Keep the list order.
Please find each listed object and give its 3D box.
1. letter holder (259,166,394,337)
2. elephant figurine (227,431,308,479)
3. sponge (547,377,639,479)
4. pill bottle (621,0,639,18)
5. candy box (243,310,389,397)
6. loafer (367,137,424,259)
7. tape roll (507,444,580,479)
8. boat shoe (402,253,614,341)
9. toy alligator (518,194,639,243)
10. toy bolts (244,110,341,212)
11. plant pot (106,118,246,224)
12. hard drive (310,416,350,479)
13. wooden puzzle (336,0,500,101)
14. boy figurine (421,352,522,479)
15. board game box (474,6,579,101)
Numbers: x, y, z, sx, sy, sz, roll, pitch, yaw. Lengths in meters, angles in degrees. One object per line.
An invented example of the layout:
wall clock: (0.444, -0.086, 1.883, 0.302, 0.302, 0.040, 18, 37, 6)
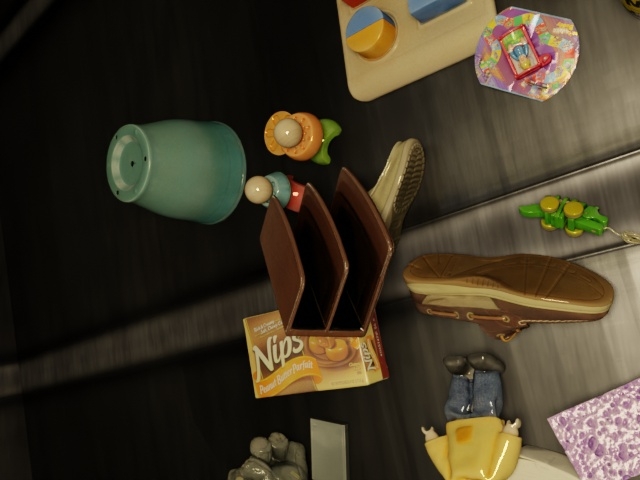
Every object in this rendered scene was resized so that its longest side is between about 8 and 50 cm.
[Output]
letter holder: (0.000, 0.000, 1.035, 0.302, 0.151, 0.215, -113, 34, -53)
elephant figurine: (-0.121, 0.567, 1.259, 0.169, 0.186, 0.240, 20, 120, -7)
sponge: (0.460, 0.273, 0.810, 0.210, 0.031, 0.117, -33, 58, 19)
pill bottle: (0.451, -0.385, 0.746, 0.119, 0.208, 0.119, 0, 90, 39)
candy box: (-0.020, 0.230, 1.197, 0.316, 0.087, 0.183, -18, 77, 37)
loafer: (0.121, -0.074, 1.077, 0.092, 0.102, 0.269, 26, 107, 29)
tape roll: (0.363, 0.542, 0.904, 0.391, 0.072, 0.392, -1, 89, 39)
boat shoe: (0.307, 0.103, 0.938, 0.341, 0.123, 0.123, 2, 121, 33)
toy alligator: (0.414, -0.040, 0.879, 0.189, 0.056, 0.051, 19, 61, 37)
toy bolts: (-0.097, -0.181, 1.213, 0.218, 0.158, 0.229, 28, 107, 35)
plant pot: (-0.368, -0.179, 1.368, 0.271, 0.255, 0.272, 0, 89, 38)
hard drive: (0.021, 0.461, 1.207, 0.094, 0.022, 0.135, -3, 88, 38)
wooden puzzle: (0.154, -0.487, 1.064, 0.322, 0.080, 0.348, -15, 81, 37)
boy figurine: (0.244, 0.338, 0.919, 0.177, 0.092, 0.285, -13, 52, 39)
board game box: (0.339, -0.313, 0.922, 0.168, 0.033, 0.133, 25, 112, 23)
